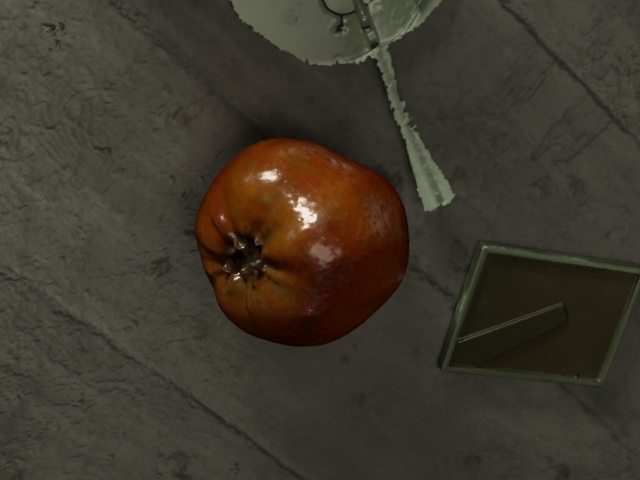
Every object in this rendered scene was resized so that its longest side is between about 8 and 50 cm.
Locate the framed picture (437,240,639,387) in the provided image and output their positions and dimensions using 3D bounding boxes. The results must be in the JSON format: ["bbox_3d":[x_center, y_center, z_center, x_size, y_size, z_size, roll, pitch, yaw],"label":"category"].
[{"bbox_3d":[0.236,0.081,1.726,0.203,0.015,0.150,7,112,-23],"label":"framed picture"}]

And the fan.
[{"bbox_3d":[0.044,-0.203,1.524,0.233,0.012,0.414,-23,117,-6],"label":"fan"}]

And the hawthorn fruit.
[{"bbox_3d":[0.000,0.000,1.530,0.225,0.196,0.196,-10,121,-46],"label":"hawthorn fruit"}]
